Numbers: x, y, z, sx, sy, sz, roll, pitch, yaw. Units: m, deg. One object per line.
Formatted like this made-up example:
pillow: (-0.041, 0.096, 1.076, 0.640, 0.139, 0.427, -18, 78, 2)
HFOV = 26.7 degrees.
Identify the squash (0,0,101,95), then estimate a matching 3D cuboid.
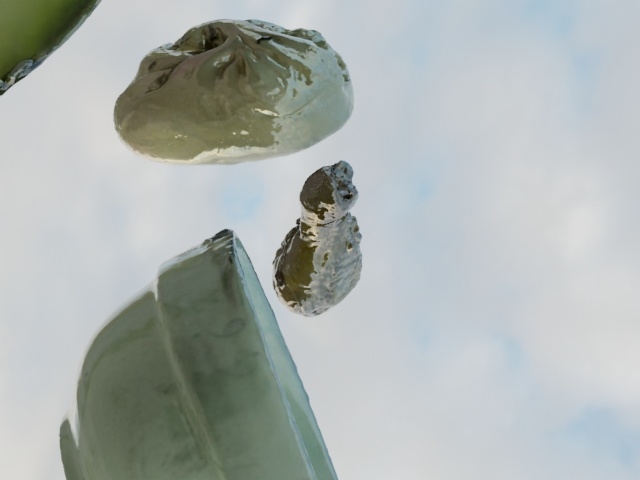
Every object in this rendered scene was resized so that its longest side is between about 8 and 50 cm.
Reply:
squash: (-0.223, -0.126, 0.509, 0.308, 0.210, 0.234, -12, -79, 25)

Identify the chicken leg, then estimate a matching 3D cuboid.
chicken leg: (0.001, 0.003, 1.091, 0.069, 0.085, 0.198, 59, -20, 24)

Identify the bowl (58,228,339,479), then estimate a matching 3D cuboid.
bowl: (-0.071, 0.161, 0.925, 0.163, 0.307, 0.307, -24, -138, 0)

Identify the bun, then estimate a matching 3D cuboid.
bun: (-0.077, -0.149, 1.265, 0.210, 0.237, 0.116, 18, -54, 45)
